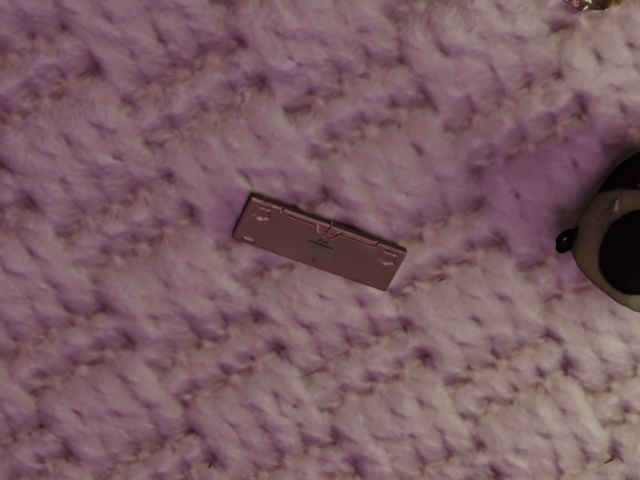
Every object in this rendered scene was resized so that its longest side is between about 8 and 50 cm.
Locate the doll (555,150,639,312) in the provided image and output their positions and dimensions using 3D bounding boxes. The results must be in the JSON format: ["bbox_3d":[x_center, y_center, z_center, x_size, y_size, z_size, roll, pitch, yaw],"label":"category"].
[{"bbox_3d":[0.347,0.021,1.349,0.234,0.143,0.135,30,135,-20],"label":"doll"}]

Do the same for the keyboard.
[{"bbox_3d":[0.000,0.000,1.367,0.166,0.017,0.055,20,119,-15],"label":"keyboard"}]

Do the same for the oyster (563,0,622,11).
[{"bbox_3d":[0.293,-0.359,1.149,0.351,0.114,0.238,-30,116,10],"label":"oyster"}]
